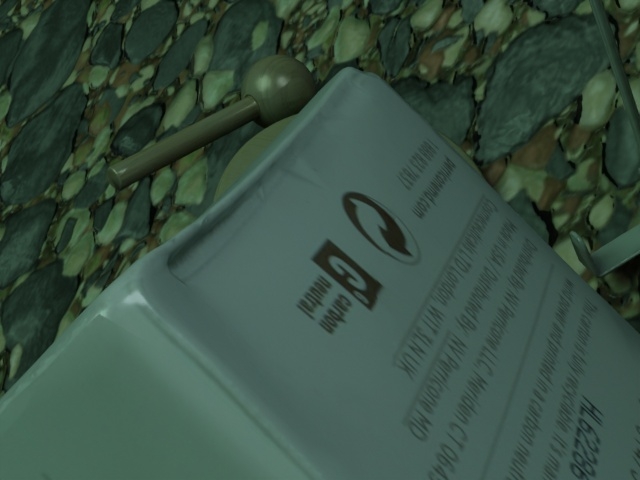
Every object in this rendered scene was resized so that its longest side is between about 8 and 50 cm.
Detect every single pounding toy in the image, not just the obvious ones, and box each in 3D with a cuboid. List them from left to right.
[{"bbox_3d":[0.000,0.000,1.035,0.237,0.110,0.183,37,61,22],"label":"pounding toy"}]

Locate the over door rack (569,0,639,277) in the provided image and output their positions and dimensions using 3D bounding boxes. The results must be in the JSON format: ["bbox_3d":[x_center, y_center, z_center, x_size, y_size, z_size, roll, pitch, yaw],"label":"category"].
[{"bbox_3d":[0.202,-0.074,0.730,0.108,0.324,0.239,-20,35,-10],"label":"over door rack"}]

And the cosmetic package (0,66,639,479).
[{"bbox_3d":[-0.033,0.201,0.631,0.394,0.327,0.329,-45,3,21],"label":"cosmetic package"}]
